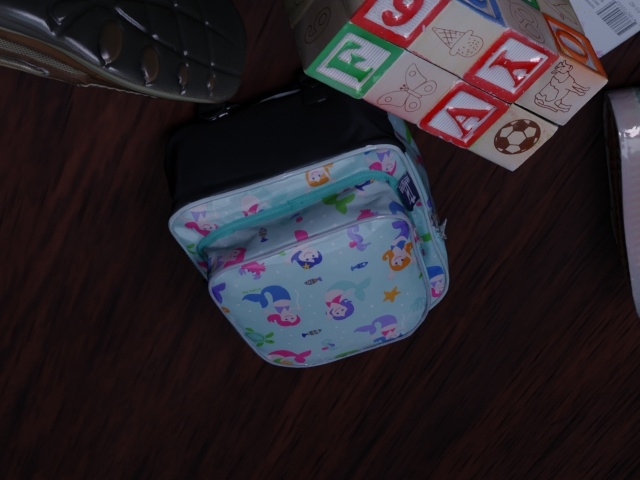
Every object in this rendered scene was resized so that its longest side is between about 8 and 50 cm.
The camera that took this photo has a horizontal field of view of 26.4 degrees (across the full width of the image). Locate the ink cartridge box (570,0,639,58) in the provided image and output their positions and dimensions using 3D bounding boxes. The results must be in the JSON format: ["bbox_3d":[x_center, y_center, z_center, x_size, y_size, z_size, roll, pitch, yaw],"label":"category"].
[{"bbox_3d":[0.182,-0.199,1.093,0.175,0.072,0.127,-34,136,25],"label":"ink cartridge box"}]

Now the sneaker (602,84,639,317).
[{"bbox_3d":[0.342,-0.032,1.301,0.121,0.108,0.302,-11,139,6],"label":"sneaker"}]

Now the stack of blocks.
[{"bbox_3d":[0.056,-0.201,0.886,0.171,0.297,0.087,20,129,-33],"label":"stack of blocks"}]

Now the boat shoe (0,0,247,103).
[{"bbox_3d":[-0.211,-0.181,1.006,0.324,0.122,0.120,20,162,-28],"label":"boat shoe"}]

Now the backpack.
[{"bbox_3d":[0.000,0.000,1.210,0.225,0.191,0.253,-18,145,7],"label":"backpack"}]
